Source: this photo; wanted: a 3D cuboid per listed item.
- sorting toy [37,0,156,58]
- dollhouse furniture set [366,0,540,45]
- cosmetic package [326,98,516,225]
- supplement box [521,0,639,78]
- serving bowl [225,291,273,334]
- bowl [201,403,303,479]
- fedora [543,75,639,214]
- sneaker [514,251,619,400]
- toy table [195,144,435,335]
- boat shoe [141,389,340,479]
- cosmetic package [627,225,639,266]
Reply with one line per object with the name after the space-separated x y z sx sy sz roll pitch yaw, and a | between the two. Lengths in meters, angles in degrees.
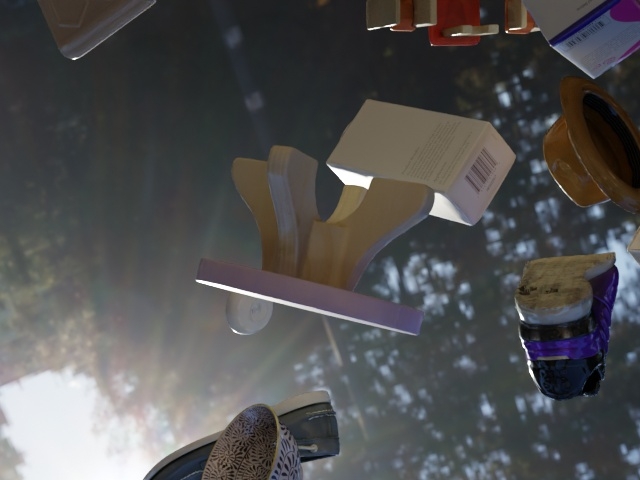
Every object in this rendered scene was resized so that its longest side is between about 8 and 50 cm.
-0.323 -0.377 1.651 0.193 0.208 0.038 -26 -178 37 | sorting toy
0.185 -0.402 1.698 0.262 0.259 0.135 -4 -174 -26 | dollhouse furniture set
0.130 -0.107 1.624 0.231 0.085 0.117 19 -109 48 | cosmetic package
0.341 -0.298 1.552 0.111 0.114 0.220 -34 161 20 | supplement box
-0.099 0.100 1.794 0.083 0.083 0.027 -30 -152 -35 | serving bowl
-0.075 0.301 1.549 0.170 0.080 0.170 -42 -149 32 | bowl
0.325 -0.104 1.465 0.079 0.194 0.194 -36 -177 36 | fedora
0.285 0.103 1.402 0.102 0.146 0.293 -6 -170 23 | sneaker
0.000 0.000 1.377 0.274 0.161 0.252 12 175 17 | toy table
-0.115 0.319 1.736 0.319 0.099 0.116 -28 162 15 | boat shoe
0.581 0.056 1.711 0.113 0.309 0.160 2 -130 56 | cosmetic package
